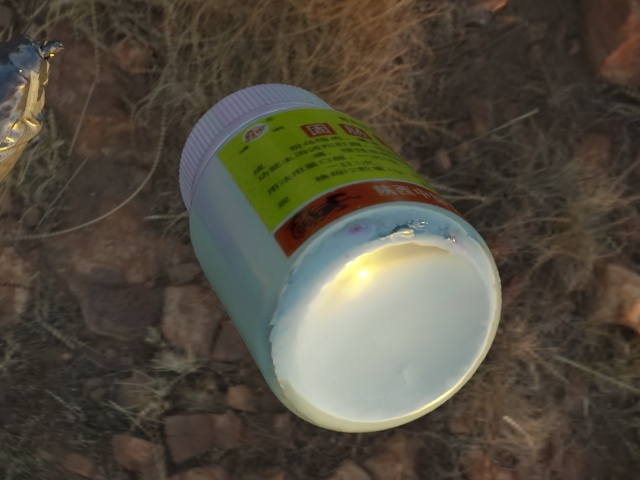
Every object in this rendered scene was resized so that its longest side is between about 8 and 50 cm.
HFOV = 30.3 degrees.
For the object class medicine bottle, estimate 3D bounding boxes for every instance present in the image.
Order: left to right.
[{"bbox_3d":[0.000,0.000,0.701,0.139,0.225,0.139,-9,119,-18],"label":"medicine bottle"}]

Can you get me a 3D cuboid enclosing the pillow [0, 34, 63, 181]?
[{"bbox_3d":[-0.319,-0.030,0.889,0.092,0.161,0.335,44,78,-14],"label":"pillow"}]
